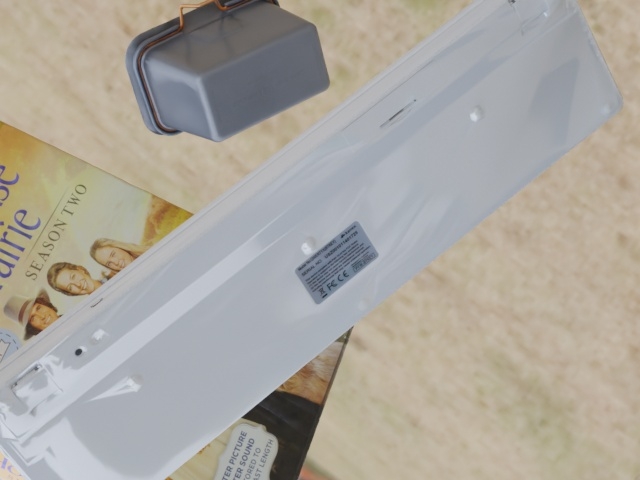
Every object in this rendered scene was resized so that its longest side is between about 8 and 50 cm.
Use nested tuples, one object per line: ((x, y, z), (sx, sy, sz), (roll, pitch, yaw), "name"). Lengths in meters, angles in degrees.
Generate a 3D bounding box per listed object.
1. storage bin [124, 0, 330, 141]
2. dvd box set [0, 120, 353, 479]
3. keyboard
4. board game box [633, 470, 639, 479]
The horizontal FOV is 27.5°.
((-0.063, -0.133, 0.980), (0.091, 0.135, 0.098), (27, 139, 51), "storage bin")
((-0.196, 0.087, 1.178), (0.420, 0.308, 0.062), (26, 143, -4), "dvd box set")
((0.000, 0.000, 0.456), (0.014, 0.256, 0.072), (37, 162, 55), "keyboard")
((0.241, 0.139, 0.504), (0.243, 0.165, 0.042), (34, 166, 14), "board game box")
